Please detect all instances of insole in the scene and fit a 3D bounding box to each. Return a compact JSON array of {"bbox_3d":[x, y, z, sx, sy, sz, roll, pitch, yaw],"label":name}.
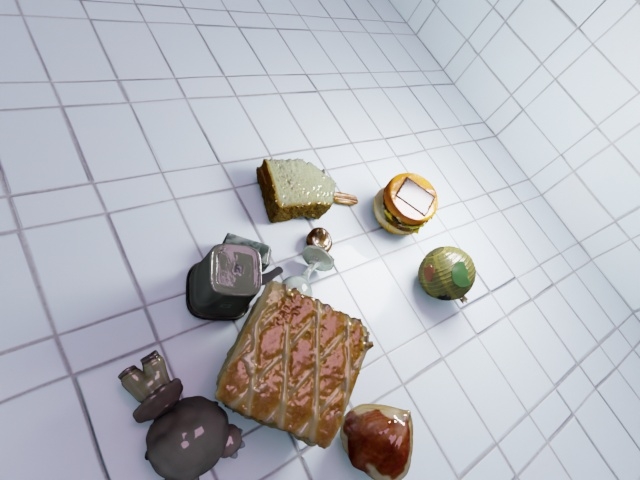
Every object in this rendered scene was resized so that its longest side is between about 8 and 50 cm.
[{"bbox_3d":[-0.194,0.135,1.657,0.135,0.002,0.045,-32,79,-39],"label":"insole"}]

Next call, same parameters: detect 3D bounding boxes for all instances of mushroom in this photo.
[{"bbox_3d":[-0.006,0.001,1.797,0.126,0.085,0.109,-42,120,-42],"label":"mushroom"}]

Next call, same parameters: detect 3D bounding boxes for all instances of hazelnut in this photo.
[{"bbox_3d":[0.201,0.629,1.395,0.261,0.241,0.261,29,6,-3],"label":"hazelnut"}]

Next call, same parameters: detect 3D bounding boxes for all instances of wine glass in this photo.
[{"bbox_3d":[-0.070,0.161,1.619,0.143,0.143,0.321,37,49,-2],"label":"wine glass"}]

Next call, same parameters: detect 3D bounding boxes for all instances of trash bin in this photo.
[{"bbox_3d":[-0.310,0.134,1.436,0.220,0.250,0.219,5,64,-26],"label":"trash bin"}]

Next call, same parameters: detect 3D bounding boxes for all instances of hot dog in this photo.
[{"bbox_3d":[0.112,-0.192,2.018,0.144,0.038,0.062,7,54,-27],"label":"hot dog"}]

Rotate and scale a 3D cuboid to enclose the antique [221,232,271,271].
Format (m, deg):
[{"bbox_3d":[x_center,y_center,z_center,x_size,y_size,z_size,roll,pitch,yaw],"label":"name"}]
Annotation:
[{"bbox_3d":[-0.275,0.051,1.613,0.183,0.088,0.086,19,53,-18],"label":"antique"}]

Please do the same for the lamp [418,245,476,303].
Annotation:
[{"bbox_3d":[0.565,0.164,1.911,0.250,0.250,0.284,-43,104,-40],"label":"lamp"}]

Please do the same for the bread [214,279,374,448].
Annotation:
[{"bbox_3d":[-0.087,0.374,1.315,0.371,0.279,0.389,27,69,-9],"label":"bread"}]

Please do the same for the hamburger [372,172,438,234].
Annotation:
[{"bbox_3d":[0.389,-0.161,2.026,0.291,0.225,0.290,9,61,-17],"label":"hamburger"}]

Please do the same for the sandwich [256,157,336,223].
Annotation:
[{"bbox_3d":[-0.093,-0.215,1.863,0.326,0.131,0.262,-6,62,-29],"label":"sandwich"}]

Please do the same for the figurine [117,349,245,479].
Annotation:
[{"bbox_3d":[-0.393,0.482,1.189,0.248,0.203,0.380,-33,77,-36],"label":"figurine"}]
